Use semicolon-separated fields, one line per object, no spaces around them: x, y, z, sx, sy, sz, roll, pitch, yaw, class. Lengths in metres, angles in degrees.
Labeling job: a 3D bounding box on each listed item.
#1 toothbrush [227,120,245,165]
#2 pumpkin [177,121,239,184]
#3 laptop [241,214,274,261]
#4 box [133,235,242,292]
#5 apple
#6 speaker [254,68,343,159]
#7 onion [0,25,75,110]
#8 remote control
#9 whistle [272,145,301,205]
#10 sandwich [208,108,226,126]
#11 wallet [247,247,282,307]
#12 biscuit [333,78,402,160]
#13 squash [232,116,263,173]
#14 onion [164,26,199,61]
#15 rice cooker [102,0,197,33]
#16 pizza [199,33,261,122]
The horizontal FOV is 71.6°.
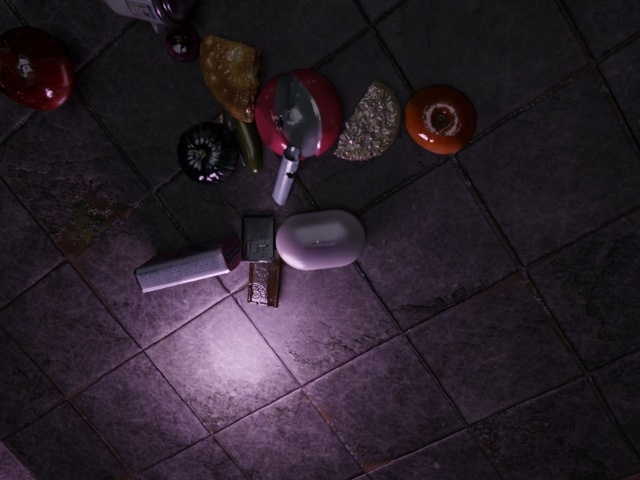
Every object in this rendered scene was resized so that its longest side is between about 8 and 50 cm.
-0.302;-0.351;1.613;0.014;0.011;0.167;-17;103;7;toothbrush
-0.395;-0.305;1.561;0.220;0.162;0.220;0;98;3;pumpkin
-0.238;-0.007;1.683;0.129;0.016;0.180;0;91;7;laptop
-0.496;0.091;1.681;0.369;0.190;0.112;-15;104;13;box
0.383;-0.387;1.421;0.235;0.173;0.210;17;108;4;apple
-0.063;-0.417;1.475;0.294;0.294;0.294;2;107;7;speaker
-0.977;-0.588;1.523;0.276;0.276;0.276;2;107;7;onion
0.000;0.000;1.626;0.332;0.103;0.221;-6;111;10;remote control
-0.121;-0.210;1.514;0.062;0.312;0.062;5;66;-12;whistle
-0.361;-0.426;1.588;0.083;0.031;0.044;-36;97;16;sandwich
-0.219;0.142;1.734;0.133;0.039;0.243;9;107;7;wallet
0.175;-0.379;1.502;0.179;0.084;0.281;31;110;-7;biscuit
-0.254;-0.364;1.573;0.069;0.069;0.258;-13;105;12;squash
-0.466;-0.664;1.495;0.115;0.104;0.115;0;90;-4;onion
-0.523;-0.812;1.379;0.316;0.264;0.316;6;116;12;rice cooker
-0.283;-0.562;1.491;0.226;0.086;0.335;-30;85;14;pizza
